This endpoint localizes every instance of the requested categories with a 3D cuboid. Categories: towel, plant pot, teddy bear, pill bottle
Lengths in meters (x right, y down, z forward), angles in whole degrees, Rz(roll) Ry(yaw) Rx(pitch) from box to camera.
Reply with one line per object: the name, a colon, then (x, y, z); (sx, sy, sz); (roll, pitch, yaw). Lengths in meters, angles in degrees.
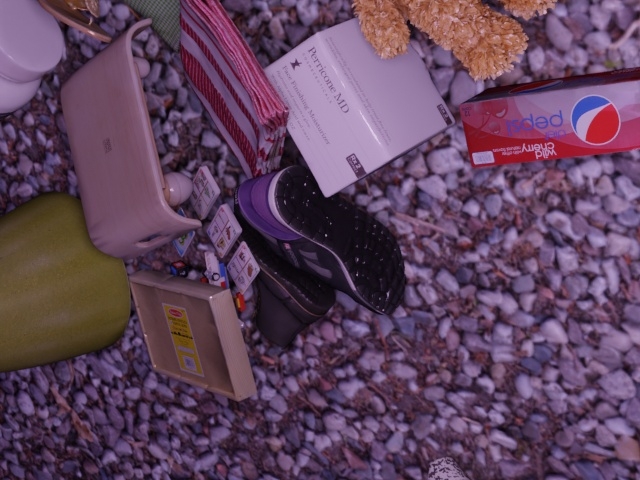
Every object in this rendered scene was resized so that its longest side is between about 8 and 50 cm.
towel: (-0.124, -0.197, 1.655); (0.237, 0.037, 0.329); (58, 168, 11)
plant pot: (-0.498, 0.094, 1.981); (0.274, 0.293, 0.275); (18, 119, 36)
teddy bear: (0.119, -0.330, 1.496); (0.245, 0.113, 0.338); (-43, 83, 17)
pill bottle: (-0.544, -0.259, 1.959); (0.318, 0.176, 0.176); (-23, 95, 38)

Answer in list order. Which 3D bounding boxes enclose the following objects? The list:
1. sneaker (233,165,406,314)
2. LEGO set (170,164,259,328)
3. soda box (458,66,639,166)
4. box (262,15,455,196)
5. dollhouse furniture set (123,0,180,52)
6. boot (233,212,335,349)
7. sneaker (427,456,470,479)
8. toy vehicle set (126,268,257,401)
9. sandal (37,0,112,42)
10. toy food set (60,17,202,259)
sneaker: (0.000, 0.000, 1.714); (0.124, 0.107, 0.283); (-6, 139, 47)
LEGO set: (-0.153, 0.023, 1.870); (0.182, 0.060, 0.244); (60, 146, 18)
soda box: (0.303, -0.147, 1.493); (0.263, 0.092, 0.083); (-3, 107, 35)
box: (0.047, -0.178, 1.594); (0.119, 0.182, 0.181); (-30, 91, 39)
dollhouse furniture set: (-0.223, -0.401, 1.700); (0.197, 0.151, 0.301); (47, 128, 9)
boot: (-0.087, 0.063, 1.858); (0.198, 0.077, 0.137); (49, 133, 9)
sneaker: (0.154, 0.469, 1.857); (0.182, 0.158, 0.410); (62, 138, 38)
toy vehicle set: (-0.199, 0.140, 1.926); (0.267, 0.035, 0.166); (9, 117, 54)
sandal: (-0.366, -0.367, 1.836); (0.240, 0.088, 0.079); (37, 105, 42)
toy food set: (-0.271, -0.141, 1.842); (0.219, 0.092, 0.306); (-21, 80, 51)
